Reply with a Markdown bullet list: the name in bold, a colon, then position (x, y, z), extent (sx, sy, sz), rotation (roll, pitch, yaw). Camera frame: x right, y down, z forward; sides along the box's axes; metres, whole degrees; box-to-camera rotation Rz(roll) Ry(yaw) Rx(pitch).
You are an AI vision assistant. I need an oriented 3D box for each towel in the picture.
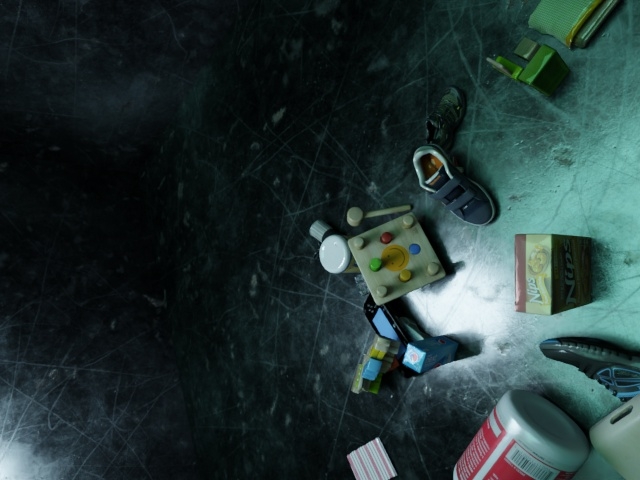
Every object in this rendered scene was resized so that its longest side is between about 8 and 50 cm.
- **towel**: position (0.195, 0.859, 1.623), extent (0.197, 0.029, 0.144), rotation (-47, 57, 31)

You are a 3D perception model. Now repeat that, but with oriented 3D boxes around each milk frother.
- **milk frother**: position (0.000, 0.000, 1.773), extent (0.135, 0.143, 0.129), rotation (37, 121, 38)

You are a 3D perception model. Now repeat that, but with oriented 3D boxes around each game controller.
- **game controller**: position (0.256, 0.334, 1.528), extent (0.319, 0.067, 0.166), rotation (58, 160, 29)

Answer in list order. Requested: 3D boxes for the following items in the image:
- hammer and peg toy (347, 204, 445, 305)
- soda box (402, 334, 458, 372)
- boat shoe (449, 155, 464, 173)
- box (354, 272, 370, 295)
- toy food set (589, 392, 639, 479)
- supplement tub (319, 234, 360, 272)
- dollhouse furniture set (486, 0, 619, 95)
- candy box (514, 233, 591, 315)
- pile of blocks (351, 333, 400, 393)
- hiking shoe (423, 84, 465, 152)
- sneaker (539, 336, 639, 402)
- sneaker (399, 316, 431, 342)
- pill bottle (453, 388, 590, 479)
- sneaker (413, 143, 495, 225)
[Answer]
- **hammer and peg toy**: position (0.240, 0.010, 1.458), extent (0.266, 0.127, 0.361), rotation (-23, 72, 1)
- **soda box**: position (0.355, 0.358, 1.350), extent (0.067, 0.210, 0.071), rotation (23, 104, 44)
- **boat shoe**: position (0.453, -0.216, 1.393), extent (0.043, 0.049, 0.136), rotation (-16, 79, 41)
- **box**: position (0.174, 0.170, 1.678), extent (0.067, 0.018, 0.083), rotation (-36, 64, 38)
- **toy food set**: position (0.808, 0.495, 0.940), extent (0.306, 0.093, 0.219), rotation (44, 132, 25)
- **supplement tub**: position (0.112, 0.052, 1.618), extent (0.144, 0.200, 0.144), rotation (-2, 88, 46)
- **dollhouse furniture set**: position (0.626, -0.587, 1.160), extent (0.197, 0.151, 0.301), rotation (51, 122, 34)
- **candy box**: position (0.585, 0.078, 1.055), extent (0.088, 0.317, 0.182), rotation (-1, 88, 45)
- **pile of blocks**: position (0.205, 0.460, 1.493), extent (0.362, 0.113, 0.148), rotation (104, -177, -49)
- **hiking shoe**: position (0.406, -0.405, 1.401), extent (0.086, 0.114, 0.226), rotation (20, 102, 44)
- **sneaker**: position (0.720, 0.326, 1.045), extent (0.341, 0.125, 0.139), rotation (6, 94, 46)
- **sneaker**: position (0.326, 0.331, 1.493), extent (0.152, 0.054, 0.061), rotation (45, 124, 37)
- **pill bottle**: position (0.515, 0.635, 1.164), extent (0.229, 0.229, 0.407), rotation (40, 116, 39)
- **sneaker**: position (0.404, -0.165, 1.325), extent (0.321, 0.127, 0.126), rotation (49, 124, 10)
